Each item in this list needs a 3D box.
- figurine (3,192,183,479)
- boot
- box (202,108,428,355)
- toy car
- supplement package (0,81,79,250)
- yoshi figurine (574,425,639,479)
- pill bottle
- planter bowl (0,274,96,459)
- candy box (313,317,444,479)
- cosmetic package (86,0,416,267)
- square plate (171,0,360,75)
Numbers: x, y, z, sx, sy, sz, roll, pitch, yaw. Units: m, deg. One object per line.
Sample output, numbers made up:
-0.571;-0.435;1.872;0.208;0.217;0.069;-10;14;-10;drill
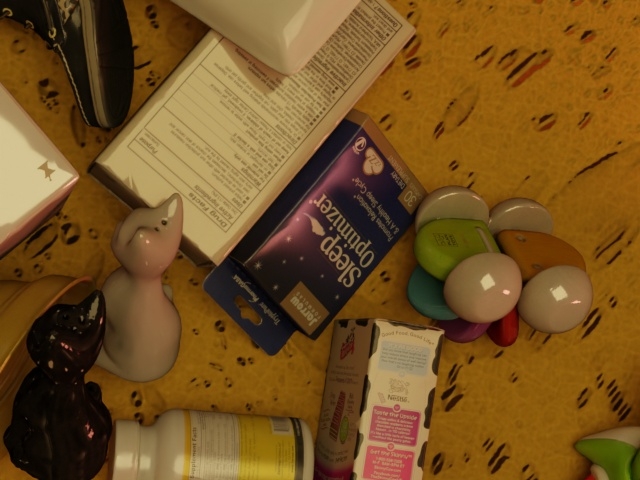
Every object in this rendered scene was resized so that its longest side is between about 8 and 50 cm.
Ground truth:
-0.186;0.078;1.351;0.092;0.209;0.215;27;50;9;figurine
-0.277;-0.209;1.437;0.178;0.085;0.236;-9;99;16;boot
0.000;0.000;1.489;0.225;0.036;0.136;-49;132;-9;box
0.164;0.041;1.511;0.182;0.159;0.136;9;125;-25;toy car
-0.333;-0.052;1.324;0.177;0.293;0.175;-40;95;-12;supplement package
0.332;0.313;1.499;0.203;0.203;0.362;37;83;-14;yoshi figurine
-0.104;0.211;1.454;0.184;0.103;0.103;6;85;-11;pill bottle
-0.295;0.102;1.376;0.090;0.217;0.217;31;81;7;planter bowl
0.046;0.192;1.459;0.071;0.159;0.233;9;85;-13;candy box
-0.068;-0.131;1.470;0.153;0.129;0.296;43;79;-8;cosmetic package
-0.047;-0.365;1.442;0.344;0.049;0.347;35;79;26;square plate
